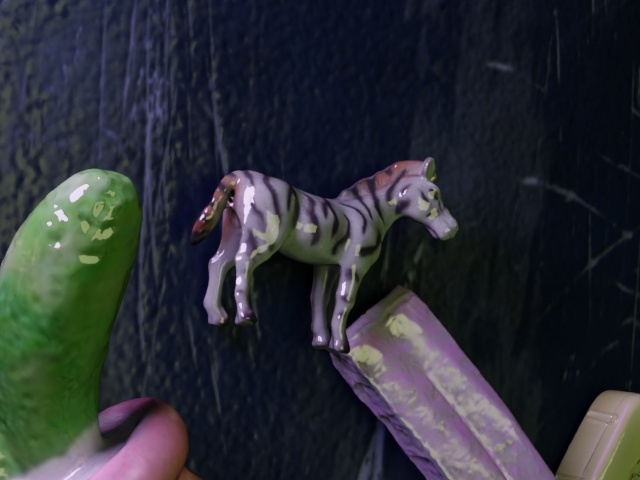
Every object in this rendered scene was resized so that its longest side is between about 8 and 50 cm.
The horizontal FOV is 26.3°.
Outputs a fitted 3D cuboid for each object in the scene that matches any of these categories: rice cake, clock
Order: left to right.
[{"bbox_3d":[0.131,0.186,1.288,0.106,0.050,0.298,-38,90,-27],"label":"rice cake"},{"bbox_3d":[0.351,0.282,1.470,0.232,0.069,0.170,41,69,-28],"label":"clock"}]

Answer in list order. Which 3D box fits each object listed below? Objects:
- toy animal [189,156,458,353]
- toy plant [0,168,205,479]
[{"bbox_3d":[0.004,0.017,1.233,0.255,0.089,0.170,-5,89,-35],"label":"toy animal"},{"bbox_3d":[-0.182,0.160,1.021,0.317,0.210,0.356,-29,98,13],"label":"toy plant"}]
